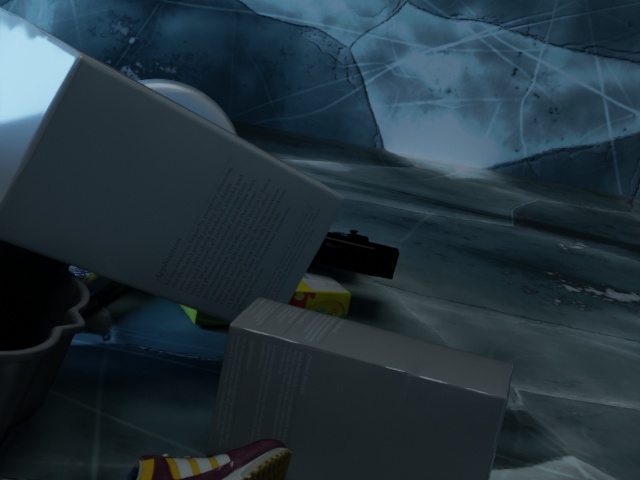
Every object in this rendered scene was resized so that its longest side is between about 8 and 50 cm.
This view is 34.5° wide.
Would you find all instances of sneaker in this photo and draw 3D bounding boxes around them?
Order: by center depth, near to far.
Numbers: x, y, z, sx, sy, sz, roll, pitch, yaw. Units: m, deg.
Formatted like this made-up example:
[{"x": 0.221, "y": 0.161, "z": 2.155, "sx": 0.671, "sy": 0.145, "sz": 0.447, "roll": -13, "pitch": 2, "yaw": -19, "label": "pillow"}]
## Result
[{"x": -0.092, "y": 0.178, "z": 0.748, "sx": 0.084, "sy": 0.070, "sz": 0.185, "roll": 24, "pitch": 17, "yaw": 24, "label": "sneaker"}]

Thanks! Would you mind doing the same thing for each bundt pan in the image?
[{"x": -0.358, "y": 0.069, "z": 0.809, "sx": 0.330, "sy": 0.124, "sz": 0.331, "roll": 17, "pitch": 16, "yaw": -5, "label": "bundt pan"}]

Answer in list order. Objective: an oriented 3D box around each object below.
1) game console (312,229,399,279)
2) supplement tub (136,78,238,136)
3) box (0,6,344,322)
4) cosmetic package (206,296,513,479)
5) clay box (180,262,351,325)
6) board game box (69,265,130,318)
[{"x": 0.000, "y": 0.000, "z": 1.434, "sx": 0.213, "sy": 0.044, "sz": 0.361, "roll": 14, "pitch": 2, "yaw": 2, "label": "game console"}, {"x": -0.237, "y": -0.097, "z": 1.343, "sx": 0.207, "sy": 0.207, "sz": 0.338, "roll": 6, "pitch": 2, "yaw": -20, "label": "supplement tub"}, {"x": -0.182, "y": -0.062, "z": 0.998, "sx": 0.345, "sy": 0.168, "sz": 0.215, "roll": 26, "pitch": 4, "yaw": -46, "label": "box"}, {"x": 0.035, "y": 0.143, "z": 0.871, "sx": 0.238, "sy": 0.127, "sz": 0.107, "roll": 15, "pitch": 14, "yaw": 7, "label": "cosmetic package"}, {"x": -0.090, "y": 0.059, "z": 1.238, "sx": 0.222, "sy": 0.053, "sz": 0.127, "roll": 3, "pitch": 16, "yaw": -25, "label": "clay box"}, {"x": -0.299, "y": 0.047, "z": 1.178, "sx": 0.126, "sy": 0.026, "sz": 0.186, "roll": 14, "pitch": 15, "yaw": 10, "label": "board game box"}]
